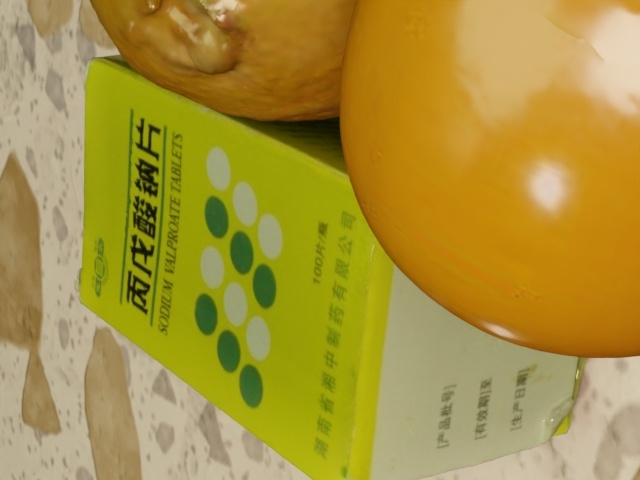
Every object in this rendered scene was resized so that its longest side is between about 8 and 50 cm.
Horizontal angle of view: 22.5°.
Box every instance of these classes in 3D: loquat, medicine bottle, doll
[{"bbox_3d":[-0.004,-0.145,0.673,0.187,0.234,0.176,-4,125,25],"label":"loquat"},{"bbox_3d":[0.000,0.000,0.749,0.250,0.141,0.137,28,122,49],"label":"medicine bottle"},{"bbox_3d":[0.126,-0.044,0.526,0.236,0.213,0.213,37,127,28],"label":"doll"}]
